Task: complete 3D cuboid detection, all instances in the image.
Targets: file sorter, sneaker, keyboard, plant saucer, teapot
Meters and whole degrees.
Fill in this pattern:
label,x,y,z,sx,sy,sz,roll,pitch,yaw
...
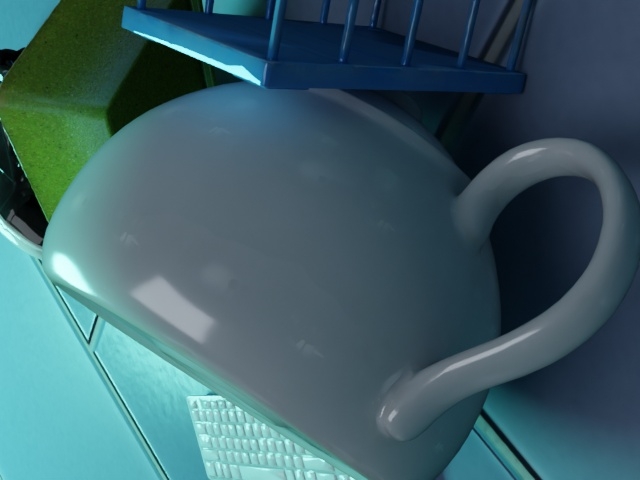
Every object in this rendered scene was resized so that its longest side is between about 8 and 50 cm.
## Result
label,x,y,z,sx,sy,sz,roll,pitch,yaw
file sorter,0.012,-0.136,0.459,0.118,0.170,0.104,29,117,43
sneaker,-0.270,-0.094,0.872,0.217,0.079,0.121,56,136,29
keyboard,-0.020,0.144,0.676,0.256,0.014,0.072,-12,88,51
plant saucer,-0.115,-0.087,0.603,0.045,0.188,0.188,13,146,13
teapot,0.000,0.000,0.491,0.256,0.187,0.252,32,168,8
